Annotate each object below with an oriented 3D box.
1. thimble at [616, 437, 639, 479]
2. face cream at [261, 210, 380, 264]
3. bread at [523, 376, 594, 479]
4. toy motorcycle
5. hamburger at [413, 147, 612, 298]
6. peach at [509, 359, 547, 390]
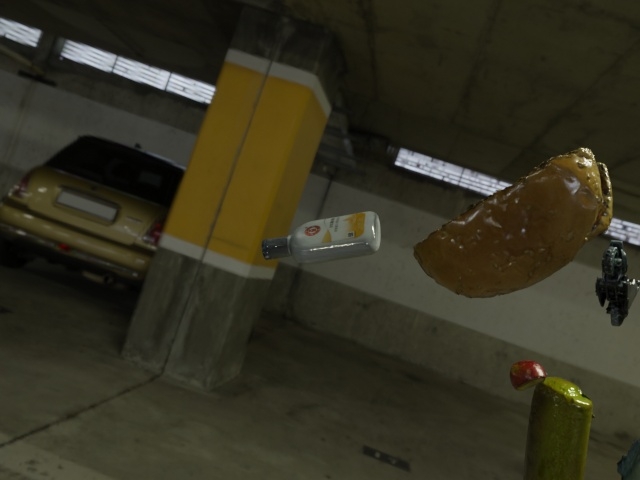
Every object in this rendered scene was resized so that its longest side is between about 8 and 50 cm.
[{"bbox_3d":[0.721,0.491,1.306,0.237,0.150,0.237,9,34,-7],"label":"thimble"},{"bbox_3d":[0.000,0.000,1.604,0.291,0.144,0.071,-9,-54,17],"label":"face cream"},{"bbox_3d":[0.599,0.540,1.694,0.112,0.384,0.166,-9,19,-26],"label":"bread"},{"bbox_3d":[0.864,0.115,1.909,0.106,0.159,0.270,7,-52,38],"label":"toy motorcycle"},{"bbox_3d":[0.250,-0.006,0.846,0.262,0.131,0.124,-31,-26,28],"label":"hamburger"},{"bbox_3d":[0.464,0.307,1.487,0.050,0.077,0.083,20,3,-31],"label":"peach"}]
